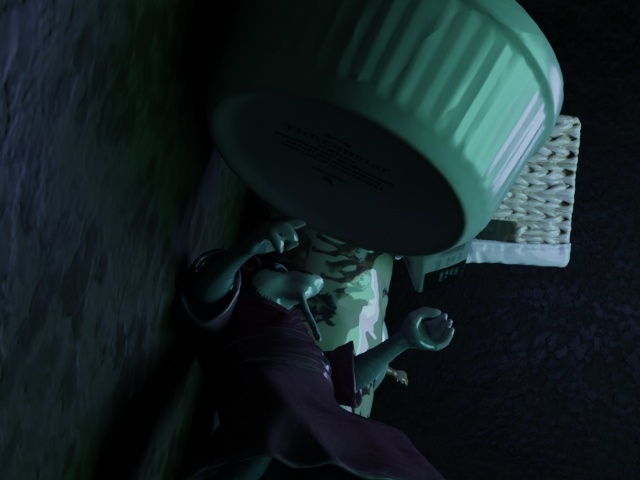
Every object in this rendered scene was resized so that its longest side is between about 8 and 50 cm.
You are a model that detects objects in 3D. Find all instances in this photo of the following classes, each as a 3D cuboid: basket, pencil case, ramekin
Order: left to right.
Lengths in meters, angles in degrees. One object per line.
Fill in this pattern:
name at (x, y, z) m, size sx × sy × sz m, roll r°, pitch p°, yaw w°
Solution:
pencil case at (-0.019, 0.170, 1.076) m, size 0.183 × 0.159 × 0.410 m, roll 55°, pitch 41°, yaw -67°
ramekin at (0.035, -0.096, 0.805) m, size 0.273 × 0.272 × 0.127 m, roll 88°, pitch 27°, yaw -65°
basket at (0.242, -0.107, 1.874) m, size 0.331 × 0.328 × 0.266 m, roll -150°, pitch -115°, yaw -71°

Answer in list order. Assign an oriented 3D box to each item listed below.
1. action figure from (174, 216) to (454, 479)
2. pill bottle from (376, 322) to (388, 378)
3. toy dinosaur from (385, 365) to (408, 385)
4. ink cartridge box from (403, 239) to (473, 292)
action figure at (-0.034, 0.138, 0.871) m, size 0.276 × 0.248 × 0.370 m, roll -47°, pitch -152°, yaw 12°
pill bottle at (0.013, 0.145, 1.446) m, size 0.283 × 0.160 × 0.160 m, roll 69°, pitch 32°, yaw -78°
toy dinosaur at (0.010, 0.192, 1.742) m, size 0.295 × 0.200 × 0.127 m, roll 31°, pitch 44°, yaw -59°
ink cartridge box at (0.072, -0.139, 1.149) m, size 0.176 × 0.069 × 0.371 m, roll 78°, pitch -8°, yaw -74°
